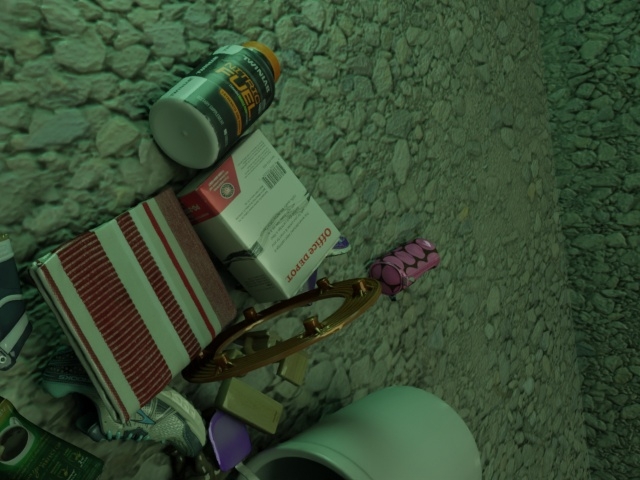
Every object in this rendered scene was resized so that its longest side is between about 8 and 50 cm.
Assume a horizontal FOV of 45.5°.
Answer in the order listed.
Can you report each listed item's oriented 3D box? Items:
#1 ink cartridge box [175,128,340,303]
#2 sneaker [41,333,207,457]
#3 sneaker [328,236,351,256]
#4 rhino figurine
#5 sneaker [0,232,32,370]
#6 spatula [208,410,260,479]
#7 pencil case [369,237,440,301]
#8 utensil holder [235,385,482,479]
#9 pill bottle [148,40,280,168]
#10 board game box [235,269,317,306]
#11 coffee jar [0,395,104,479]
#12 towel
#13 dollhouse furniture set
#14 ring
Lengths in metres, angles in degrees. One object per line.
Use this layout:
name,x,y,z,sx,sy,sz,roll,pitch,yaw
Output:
ink cartridge box,-0.103,-0.036,1.274,0.237,0.100,0.172,51,54,-17
sneaker,-0.281,0.240,1.086,0.283,0.110,0.122,49,56,-29
sneaker,0.000,0.000,1.510,0.170,0.068,0.071,-2,84,-54
rhino figurine,-0.195,0.365,1.209,0.243,0.073,0.106,-43,120,-45
sneaker,-0.446,0.104,0.853,0.282,0.099,0.153,-32,112,-54
spatula,-0.096,0.401,1.214,0.084,0.030,0.296,-26,87,-53
pencil case,0.201,0.060,1.757,0.209,0.098,0.095,-30,112,-52
utensil holder,0.081,0.459,1.378,0.385,0.328,0.327,-15,100,-56
pill bottle,-0.159,-0.234,1.247,0.245,0.130,0.130,-55,130,-41
board game box,-0.071,0.023,1.385,0.141,0.048,0.170,17,73,-29
coffee jar,-0.361,0.262,0.917,0.184,0.079,0.096,36,50,-7
towel,-0.248,0.077,1.081,0.237,0.037,0.329,63,27,-10
dollhouse furniture set,-0.125,0.234,1.272,0.144,0.123,0.151,37,56,-33
ring,-0.064,0.126,1.187,0.336,0.337,0.032,-35,104,-50
